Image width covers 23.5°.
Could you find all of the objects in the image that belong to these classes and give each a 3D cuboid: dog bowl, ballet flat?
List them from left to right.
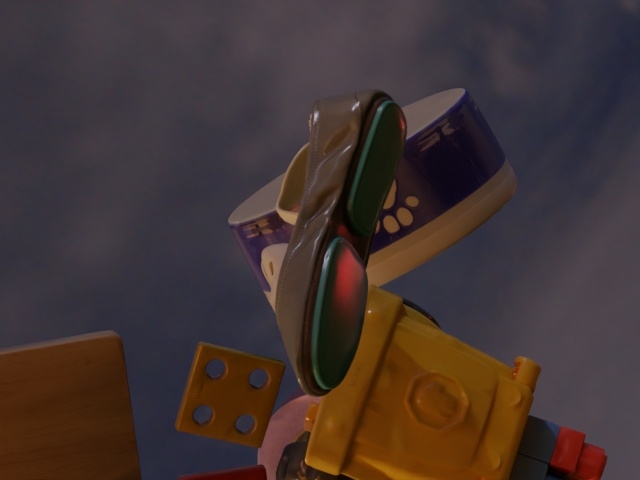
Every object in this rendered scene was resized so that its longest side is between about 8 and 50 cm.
[{"bbox_3d":[0.000,0.000,0.941,0.072,0.068,0.213,54,-137,-48],"label":"ballet flat"},{"bbox_3d":[0.048,-0.038,1.463,0.265,0.265,0.104,-35,-79,-32],"label":"dog bowl"}]

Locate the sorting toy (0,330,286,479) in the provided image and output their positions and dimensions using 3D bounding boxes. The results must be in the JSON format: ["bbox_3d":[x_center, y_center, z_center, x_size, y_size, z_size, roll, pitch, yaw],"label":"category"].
[{"bbox_3d":[-0.151,0.114,0.778,0.275,0.046,0.132,-9,-77,-12],"label":"sorting toy"}]

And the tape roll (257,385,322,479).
[{"bbox_3d":[0.040,0.212,1.478,0.080,0.189,0.189,-45,-25,-59],"label":"tape roll"}]

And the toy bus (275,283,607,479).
[{"bbox_3d":[0.087,0.152,1.088,0.220,0.212,0.149,100,-171,-65],"label":"toy bus"}]
